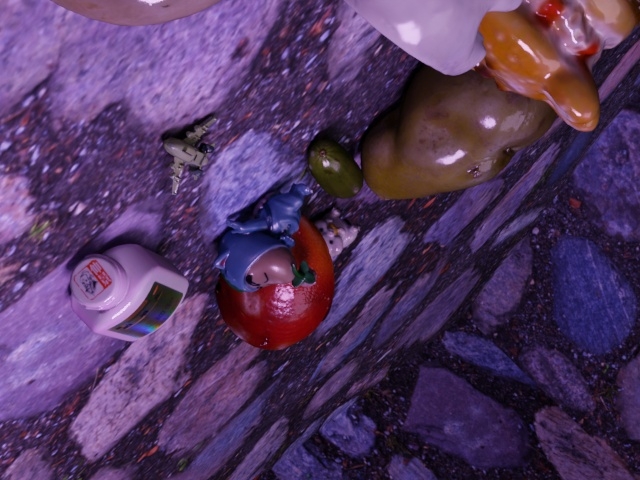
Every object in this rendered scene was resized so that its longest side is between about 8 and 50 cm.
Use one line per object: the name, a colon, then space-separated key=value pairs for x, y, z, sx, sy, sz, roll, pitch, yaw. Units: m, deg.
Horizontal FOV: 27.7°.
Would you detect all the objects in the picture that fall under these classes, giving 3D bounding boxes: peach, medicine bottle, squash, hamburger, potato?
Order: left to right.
medicine bottle: x=-0.241 y=0.063 z=1.593 sx=0.115 sy=0.078 sz=0.219 roll=-44 pitch=167 yaw=1
peach: x=-0.063 y=0.074 z=1.989 sx=0.159 sy=0.154 sz=0.267 roll=-34 pitch=163 yaw=-34
squash: x=0.028 y=-0.100 z=1.938 sx=0.066 sy=0.066 sz=0.252 roll=-46 pitch=166 yaw=2
potato: x=0.206 y=-0.180 z=1.983 sx=0.351 sy=0.202 sz=0.218 roll=-38 pitch=-177 yaw=30
hamburger: x=0.255 y=-0.276 z=1.600 sx=0.186 sy=0.303 sz=0.261 roll=-50 pitch=175 yaw=2

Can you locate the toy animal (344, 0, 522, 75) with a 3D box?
toy animal: x=0.176 y=-0.360 z=1.370 sx=0.367 sy=0.196 sz=0.241 roll=-44 pitch=164 yaw=4

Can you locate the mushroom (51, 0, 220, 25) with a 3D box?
mushroom: x=-0.133 y=-0.242 z=0.857 sx=0.207 sy=0.207 sz=0.215 roll=-41 pitch=-162 yaw=-18

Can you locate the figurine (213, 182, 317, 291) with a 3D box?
figurine: x=-0.059 y=0.005 z=1.849 sx=0.178 sy=0.144 sz=0.114 roll=-56 pitch=171 yaw=-7

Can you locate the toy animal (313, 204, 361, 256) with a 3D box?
toy animal: x=0.005 y=-0.003 z=2.143 sx=0.085 sy=0.071 sz=0.124 roll=-32 pitch=-176 yaw=32

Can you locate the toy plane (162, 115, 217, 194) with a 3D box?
toy plane: x=-0.149 y=-0.099 z=1.482 sx=0.102 sy=0.040 sz=0.111 roll=-65 pitch=167 yaw=1
